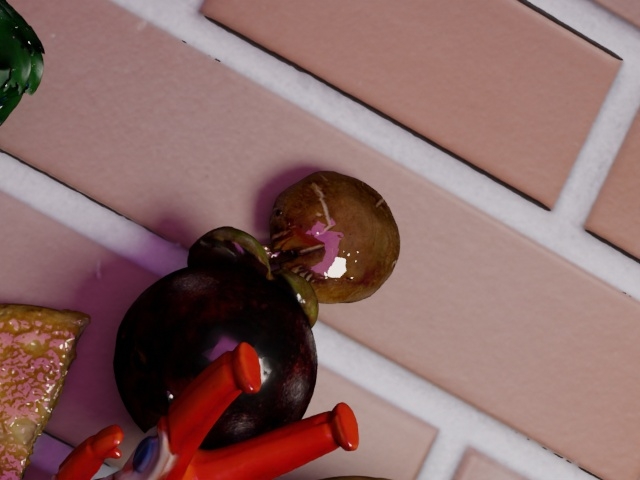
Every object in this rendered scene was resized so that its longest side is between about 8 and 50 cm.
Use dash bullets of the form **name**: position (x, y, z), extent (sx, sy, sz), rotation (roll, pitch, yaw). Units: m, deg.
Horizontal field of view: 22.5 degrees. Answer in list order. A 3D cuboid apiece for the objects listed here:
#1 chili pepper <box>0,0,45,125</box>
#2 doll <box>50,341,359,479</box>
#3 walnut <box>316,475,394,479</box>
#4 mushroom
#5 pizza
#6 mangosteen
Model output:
- **chili pepper**: position (-0.397, -0.167, 1.444), extent (0.257, 0.233, 0.248), rotation (41, 71, 1)
- **doll**: position (-0.156, 0.224, 1.415), extent (0.188, 0.384, 0.099), rotation (32, 35, -36)
- **walnut**: position (0.032, 0.404, 1.425), extent (0.354, 0.308, 0.397), rotation (33, 75, -5)
- **mushroom**: position (0.000, 0.000, 1.590), extent (0.171, 0.080, 0.135), rotation (-15, 76, -18)
- **pizza**: position (-0.330, 0.165, 1.497), extent (0.292, 0.058, 0.197), rotation (-30, 83, -15)
- **mangosteen**: position (-0.092, 0.108, 1.501), extent (0.210, 0.210, 0.209), rotation (2, 82, -13)
